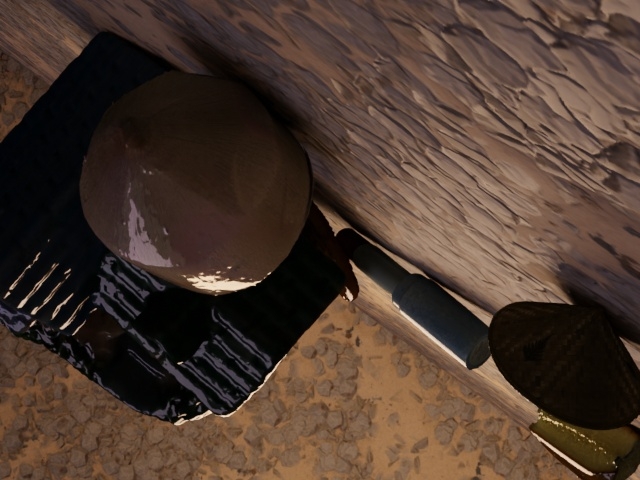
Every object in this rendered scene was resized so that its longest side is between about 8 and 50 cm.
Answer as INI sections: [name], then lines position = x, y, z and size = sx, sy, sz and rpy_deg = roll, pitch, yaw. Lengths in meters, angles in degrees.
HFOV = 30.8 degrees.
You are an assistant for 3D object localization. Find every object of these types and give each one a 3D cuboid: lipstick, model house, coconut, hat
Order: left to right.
[model house]
position = -0.232, 0.018, 1.475
size = 0.445, 0.395, 0.400
rpy_deg = 43, 173, -3
[coconut]
position = -0.126, -0.063, 1.139
size = 0.224, 0.224, 0.234
rpy_deg = 33, 180, 39
[lipstick]
position = 0.117, 0.066, 1.528
size = 0.274, 0.061, 0.068
rpy_deg = 40, -170, 36
[hat]
position = 0.217, 0.079, 0.957
size = 0.146, 0.067, 0.146
rpy_deg = 15, -144, -12

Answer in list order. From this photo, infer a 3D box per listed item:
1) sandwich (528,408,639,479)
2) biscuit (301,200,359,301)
[sandwich]
position = 0.378, 0.285, 1.591
size = 0.088, 0.090, 0.244
rpy_deg = 41, 175, -18
[biscuit]
position = 0.001, -0.001, 1.581
size = 0.188, 0.027, 0.188
rpy_deg = 58, 173, 12
